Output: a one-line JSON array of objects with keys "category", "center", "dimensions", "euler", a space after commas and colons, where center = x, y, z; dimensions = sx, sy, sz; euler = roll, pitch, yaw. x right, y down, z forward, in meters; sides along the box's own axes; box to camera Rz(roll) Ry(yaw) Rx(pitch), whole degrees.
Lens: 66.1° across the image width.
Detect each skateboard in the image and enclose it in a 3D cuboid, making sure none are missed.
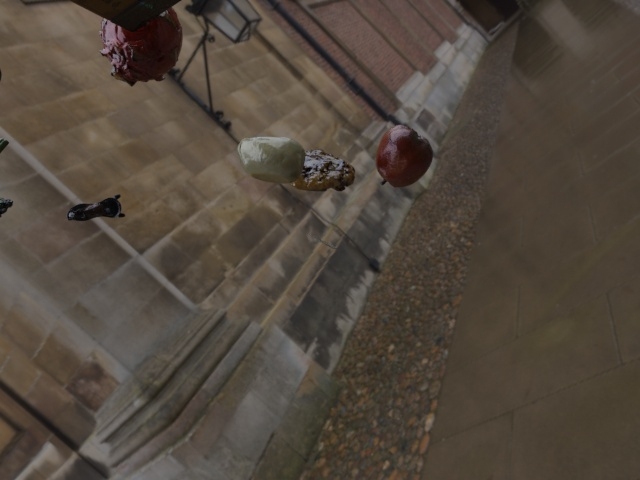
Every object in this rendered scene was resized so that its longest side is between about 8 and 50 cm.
[{"category": "skateboard", "center": [-0.624, -0.081, 1.356], "dimensions": [0.151, 0.067, 0.080], "euler": [-11, 10, -5]}]

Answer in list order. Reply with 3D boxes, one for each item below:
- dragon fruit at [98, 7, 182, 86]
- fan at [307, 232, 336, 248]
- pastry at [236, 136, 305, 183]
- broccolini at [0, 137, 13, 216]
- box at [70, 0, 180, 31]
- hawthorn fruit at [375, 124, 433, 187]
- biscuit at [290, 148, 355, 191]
[{"category": "dragon fruit", "center": [-0.611, -0.701, 1.693], "dimensions": [0.277, 0.277, 0.343], "euler": [177, 113, -82]}, {"category": "fan", "center": [0.003, 0.002, 1.141], "dimensions": [0.003, 0.080, 0.060], "euler": [-63, 5, 4]}, {"category": "pastry", "center": [-0.110, -0.181, 1.099], "dimensions": [0.156, 0.156, 0.092], "euler": [154, 123, -75]}, {"category": "broccolini", "center": [-0.688, -0.124, 1.033], "dimensions": [0.062, 0.123, 0.272], "euler": [83, -179, -57]}, {"category": "box", "center": [-0.532, -0.715, 1.287], "dimensions": [0.264, 0.116, 0.415], "euler": [-26, -1, 14]}, {"category": "hawthorn fruit", "center": [0.255, -0.259, 1.571], "dimensions": [0.202, 0.185, 0.185], "euler": [-54, 1, 25]}, {"category": "biscuit", "center": [-0.028, -0.244, 1.596], "dimensions": [0.334, 0.289, 0.081], "euler": [-111, 28, -64]}]
